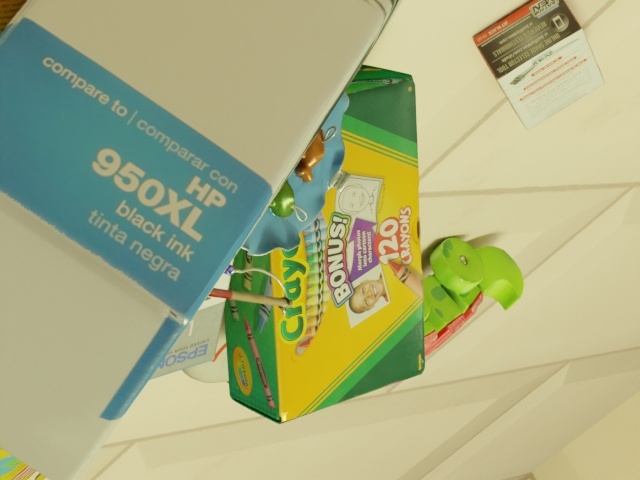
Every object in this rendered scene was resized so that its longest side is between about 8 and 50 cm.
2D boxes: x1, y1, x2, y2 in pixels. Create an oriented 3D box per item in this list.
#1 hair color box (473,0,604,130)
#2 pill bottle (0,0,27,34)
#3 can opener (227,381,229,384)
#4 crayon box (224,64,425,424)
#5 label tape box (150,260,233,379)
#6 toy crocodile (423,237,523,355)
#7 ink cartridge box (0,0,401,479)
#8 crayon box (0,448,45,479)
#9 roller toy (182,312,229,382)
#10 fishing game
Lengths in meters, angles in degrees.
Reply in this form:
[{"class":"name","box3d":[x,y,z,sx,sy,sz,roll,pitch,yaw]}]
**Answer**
[{"class":"hair color box","box3d":[0.210,-0.171,1.790,0.093,0.053,0.167,-31,162,6]},{"class":"pill bottle","box3d":[-0.203,-0.181,1.052,0.136,0.136,0.246,-14,155,-37]},{"class":"can opener","box3d":[-0.018,0.064,2.024,0.283,0.095,0.076,-54,161,22]},{"class":"crayon box","box3d":[0.000,0.000,1.625,0.165,0.081,0.278,-16,113,-34]},{"class":"label tape box","box3d":[-0.200,0.056,1.527,0.240,0.106,0.334,-16,135,-33]},{"class":"toy crocodile","box3d":[0.113,0.088,2.154,0.340,0.105,0.115,-29,167,-51]},{"class":"ink cartridge box","box3d":[-0.084,-0.089,1.101,0.395,0.166,0.285,-58,-177,-31]},{"class":"crayon box","box3d":[-0.404,0.230,1.854,0.202,0.081,0.318,-42,157,28]},{"class":"roller toy","box3d":[-0.069,0.042,1.771,0.209,0.146,0.191,-36,159,17]},{"class":"fishing game","box3d":[-0.022,-0.073,1.476,0.189,0.041,0.264,14,89,-60]}]
